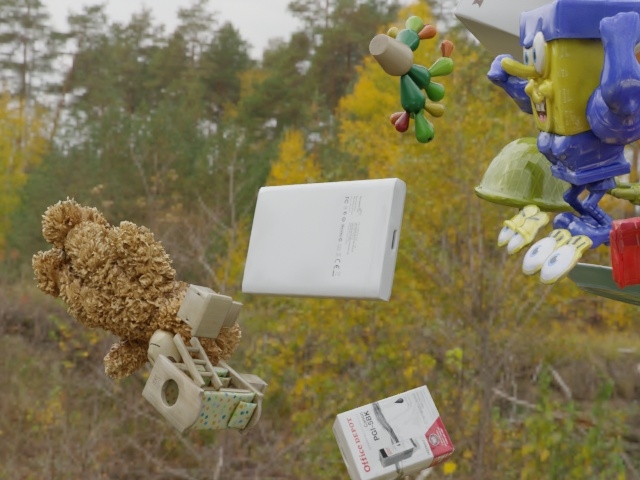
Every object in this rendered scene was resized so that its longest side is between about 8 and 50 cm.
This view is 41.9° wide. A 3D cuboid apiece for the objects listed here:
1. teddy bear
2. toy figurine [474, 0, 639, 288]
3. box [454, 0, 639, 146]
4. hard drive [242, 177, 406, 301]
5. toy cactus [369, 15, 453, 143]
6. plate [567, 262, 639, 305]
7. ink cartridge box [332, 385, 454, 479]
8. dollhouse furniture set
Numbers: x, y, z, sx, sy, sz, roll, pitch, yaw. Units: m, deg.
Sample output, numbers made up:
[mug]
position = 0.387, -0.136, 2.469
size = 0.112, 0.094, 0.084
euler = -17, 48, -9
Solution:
[teddy bear]
position = -0.274, 0.082, 1.161
size = 0.245, 0.338, 0.113
euler = -47, -7, 28
[toy figurine]
position = 0.220, -0.113, 0.640
size = 0.191, 0.217, 0.362
euler = -7, 11, 3
[box]
position = 0.338, -0.281, 1.019
size = 0.168, 0.215, 0.345
euler = 32, 8, 31
[hard drive]
position = 0.000, 0.000, 1.668
size = 0.353, 0.233, 0.047
euler = -1, -15, 39
[toy cactus]
position = 0.128, -0.259, 1.266
size = 0.112, 0.219, 0.180
euler = -3, -17, 36
[plate]
position = 0.360, 0.058, 0.954
size = 0.188, 0.024, 0.188
euler = 14, -3, 1
[ink cartridge box]
position = 0.097, 0.268, 1.131
size = 0.135, 0.099, 0.056
euler = -16, -27, -14
[dollhouse furniture set]
position = -0.098, 0.155, 1.053
size = 0.101, 0.161, 0.182
euler = 31, 10, 40
